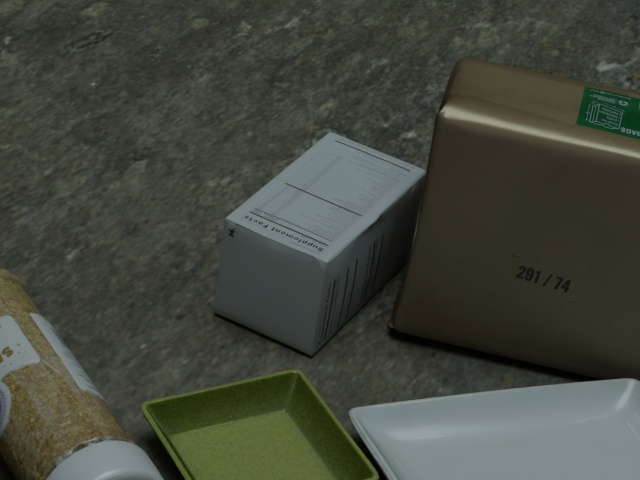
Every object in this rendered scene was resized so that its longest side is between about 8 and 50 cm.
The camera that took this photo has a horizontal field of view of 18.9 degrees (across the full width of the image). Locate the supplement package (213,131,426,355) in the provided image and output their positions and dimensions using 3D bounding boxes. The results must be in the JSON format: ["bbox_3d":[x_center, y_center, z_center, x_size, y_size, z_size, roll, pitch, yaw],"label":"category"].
[{"bbox_3d":[0.000,0.000,2.211,0.139,0.134,0.244,23,37,20],"label":"supplement package"}]

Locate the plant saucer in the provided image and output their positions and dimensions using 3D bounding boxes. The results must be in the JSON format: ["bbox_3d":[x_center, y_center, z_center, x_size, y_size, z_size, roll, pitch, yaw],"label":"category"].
[{"bbox_3d":[-0.065,0.220,1.956,0.188,0.045,0.188,-11,38,-26],"label":"plant saucer"}]

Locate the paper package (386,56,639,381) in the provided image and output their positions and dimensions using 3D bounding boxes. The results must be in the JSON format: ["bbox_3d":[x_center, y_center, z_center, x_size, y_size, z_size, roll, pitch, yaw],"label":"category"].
[{"bbox_3d":[0.267,-0.020,2.145,0.324,0.309,0.168,14,35,5],"label":"paper package"}]

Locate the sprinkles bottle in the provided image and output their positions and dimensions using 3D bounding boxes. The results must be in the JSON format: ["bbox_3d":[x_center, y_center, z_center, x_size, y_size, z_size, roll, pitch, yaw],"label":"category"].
[{"bbox_3d":[-0.279,0.169,1.917,0.121,0.121,0.355,-13,39,-28],"label":"sprinkles bottle"}]

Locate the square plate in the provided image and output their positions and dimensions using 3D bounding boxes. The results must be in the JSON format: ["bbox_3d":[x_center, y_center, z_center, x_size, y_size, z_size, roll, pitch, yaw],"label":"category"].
[{"bbox_3d":[0.240,0.263,1.938,0.347,0.049,0.344,-4,30,-19],"label":"square plate"}]
